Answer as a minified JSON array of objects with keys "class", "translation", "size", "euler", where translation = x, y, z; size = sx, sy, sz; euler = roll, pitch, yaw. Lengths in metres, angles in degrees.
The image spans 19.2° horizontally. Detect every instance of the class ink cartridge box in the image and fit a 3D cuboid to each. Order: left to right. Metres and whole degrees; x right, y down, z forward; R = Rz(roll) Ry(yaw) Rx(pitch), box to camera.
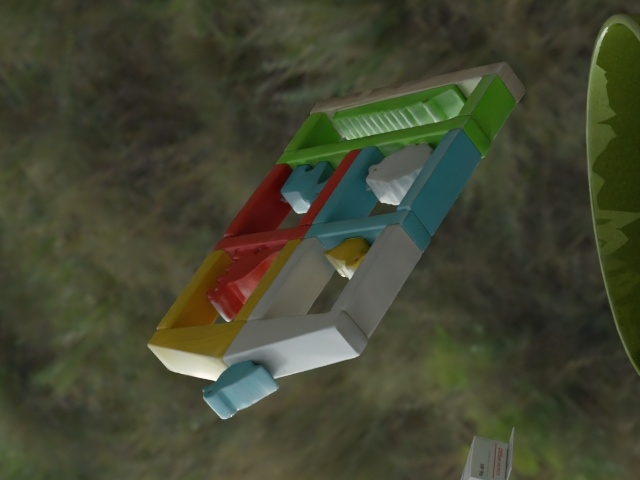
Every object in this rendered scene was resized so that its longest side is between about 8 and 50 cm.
[{"class":"ink cartridge box","translation":[0.118,0.177,1.375],"size":[0.028,0.048,0.083],"euler":[13,124,-1]}]

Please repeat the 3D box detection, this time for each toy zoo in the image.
[{"class":"toy zoo","translation":[0.000,0.000,1.265],"size":[0.192,0.293,0.030],"euler":[-8,130,48]}]

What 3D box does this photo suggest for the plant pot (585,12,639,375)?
[{"class":"plant pot","translation":[0.371,-0.046,1.385],"size":[0.275,0.293,0.275],"euler":[173,90,-85]}]
